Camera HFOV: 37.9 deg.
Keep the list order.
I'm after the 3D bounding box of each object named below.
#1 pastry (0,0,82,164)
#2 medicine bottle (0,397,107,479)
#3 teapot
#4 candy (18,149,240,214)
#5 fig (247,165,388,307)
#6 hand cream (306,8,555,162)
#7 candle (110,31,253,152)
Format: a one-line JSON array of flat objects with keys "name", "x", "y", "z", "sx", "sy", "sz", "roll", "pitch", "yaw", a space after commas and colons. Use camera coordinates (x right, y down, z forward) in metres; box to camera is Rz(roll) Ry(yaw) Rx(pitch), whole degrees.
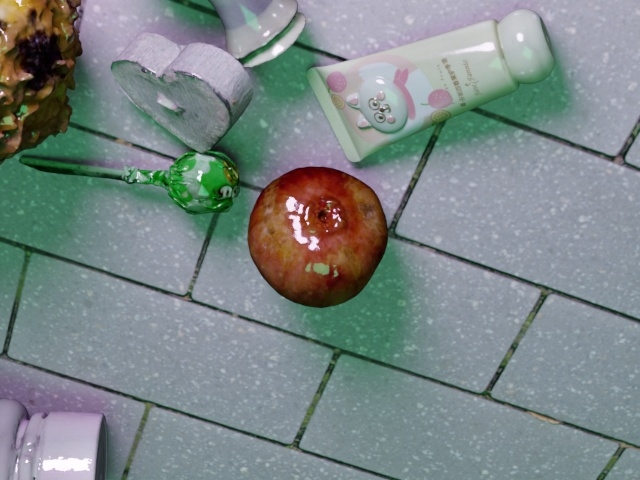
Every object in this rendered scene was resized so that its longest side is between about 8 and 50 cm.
[{"name": "pastry", "x": -0.486, "y": -0.201, "z": 1.105, "sx": 0.404, "sy": 0.293, "sz": 0.337, "roll": -6, "pitch": 165, "yaw": -17}, {"name": "medicine bottle", "x": -0.510, "y": 0.378, "z": 1.472, "sx": 0.324, "sy": 0.256, "sz": 0.256, "roll": 3, "pitch": 120, "yaw": -6}, {"name": "teapot", "x": -0.126, "y": -0.330, "z": 1.096, "sx": 0.183, "sy": 0.184, "sz": 0.251, "roll": -25, "pitch": 127, "yaw": 17}, {"name": "candy", "x": -0.270, "y": -0.092, "z": 1.293, "sx": 0.323, "sy": 0.097, "sz": 0.097, "roll": 7, "pitch": 121, "yaw": 10}, {"name": "fig", "x": -0.001, "y": 0.000, "z": 1.272, "sx": 0.205, "sy": 0.205, "sz": 0.205, "roll": 2, "pitch": 120, "yaw": 3}, {"name": "hand cream", "x": 0.143, "y": -0.207, "z": 1.196, "sx": 0.305, "sy": 0.093, "sz": 0.147, "roll": -17, "pitch": 118, "yaw": 24}, {"name": "candle", "x": -0.168, "y": -0.184, "z": 1.196, "sx": 0.192, "sy": 0.068, "sz": 0.169, "roll": 19, "pitch": 152, "yaw": 28}]
